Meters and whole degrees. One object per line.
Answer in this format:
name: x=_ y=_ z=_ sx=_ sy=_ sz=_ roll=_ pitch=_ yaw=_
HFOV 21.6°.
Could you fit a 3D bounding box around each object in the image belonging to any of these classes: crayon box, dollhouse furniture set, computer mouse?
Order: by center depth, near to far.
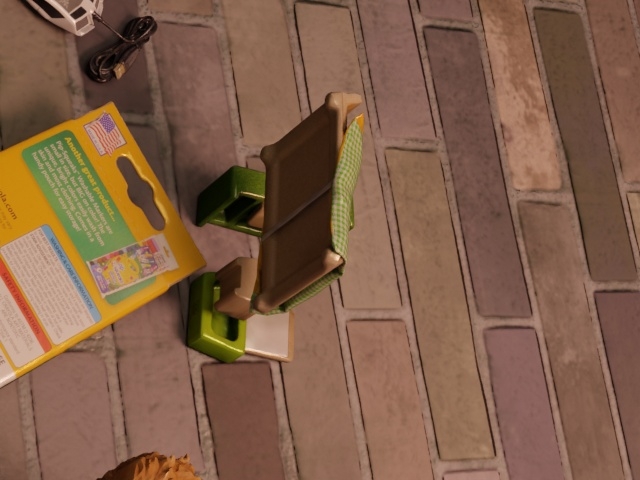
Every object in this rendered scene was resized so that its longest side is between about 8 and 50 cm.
crayon box: x=-0.293 y=0.017 z=1.661 sx=0.323 sy=0.083 sz=0.203 roll=-31 pitch=91 yaw=-38
dollhouse furniture set: x=0.000 y=0.000 z=1.735 sx=0.151 sy=0.301 sz=0.198 roll=16 pitch=61 yaw=-27
computer mouse: x=-0.271 y=-0.260 z=1.816 sx=0.193 sy=0.042 sz=0.106 roll=43 pitch=57 yaw=-21

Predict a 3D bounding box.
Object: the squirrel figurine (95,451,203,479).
squirrel figurine: x=-0.096 y=0.398 z=1.461 sx=0.370 sy=0.281 sz=0.397 roll=50 pitch=15 yaw=-30
